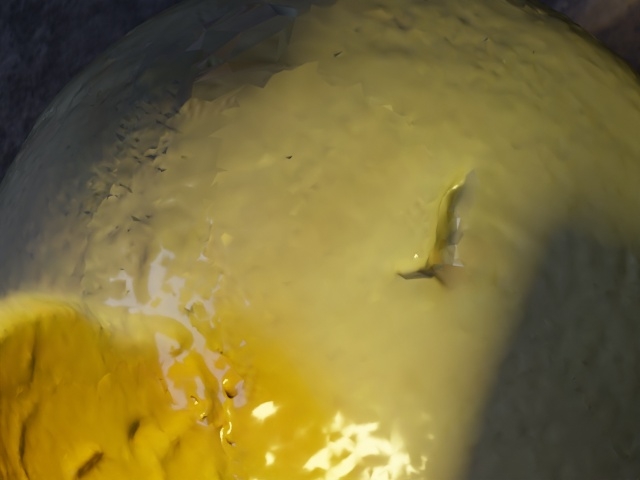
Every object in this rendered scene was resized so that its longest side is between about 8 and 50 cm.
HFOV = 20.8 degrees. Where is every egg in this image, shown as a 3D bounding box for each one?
[{"bbox_3d":[0.000,0.000,0.646,0.337,0.201,0.337,-8,44,8],"label":"egg"}]
